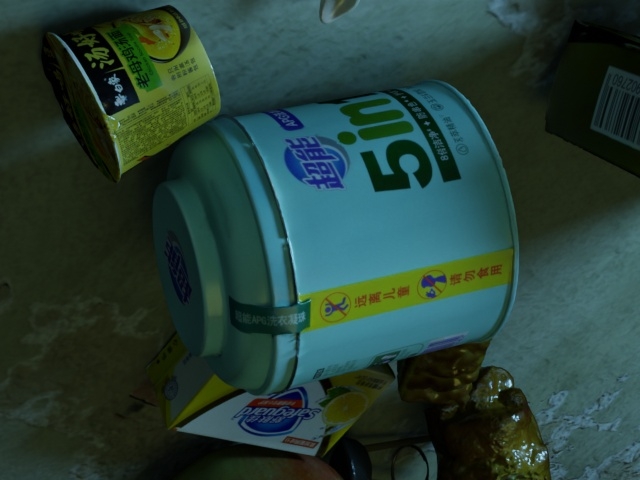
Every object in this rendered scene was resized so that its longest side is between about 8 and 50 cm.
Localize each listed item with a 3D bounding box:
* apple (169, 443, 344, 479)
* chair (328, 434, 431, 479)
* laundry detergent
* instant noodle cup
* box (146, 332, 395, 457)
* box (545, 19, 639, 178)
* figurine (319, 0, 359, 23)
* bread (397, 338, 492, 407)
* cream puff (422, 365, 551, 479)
[{"bbox_3d":[-0.083,0.427,1.757,0.319,0.277,0.319,-14,135,-14],"label":"apple"},{"bbox_3d":[0.095,0.336,1.917,0.222,0.104,0.095,11,143,-40],"label":"chair"},{"bbox_3d":[0.000,0.000,1.357,0.305,0.287,0.287,-12,137,-20],"label":"laundry detergent"},{"bbox_3d":[-0.172,-0.145,1.229,0.122,0.151,0.151,-29,141,-18],"label":"instant noodle cup"},{"bbox_3d":[-0.058,0.165,1.641,0.265,0.097,0.168,21,119,-42],"label":"box"},{"bbox_3d":[0.508,-0.097,1.428,0.420,0.373,0.138,10,106,-25],"label":"box"},{"bbox_3d":[0.072,-0.296,1.217,0.155,0.127,0.235,2,139,-3],"label":"figurine"},{"bbox_3d":[0.148,0.094,1.627,0.096,0.181,0.222,6,134,-3],"label":"bread"},{"bbox_3d":[0.233,0.299,1.835,0.155,0.241,0.268,-6,97,-6],"label":"cream puff"}]
